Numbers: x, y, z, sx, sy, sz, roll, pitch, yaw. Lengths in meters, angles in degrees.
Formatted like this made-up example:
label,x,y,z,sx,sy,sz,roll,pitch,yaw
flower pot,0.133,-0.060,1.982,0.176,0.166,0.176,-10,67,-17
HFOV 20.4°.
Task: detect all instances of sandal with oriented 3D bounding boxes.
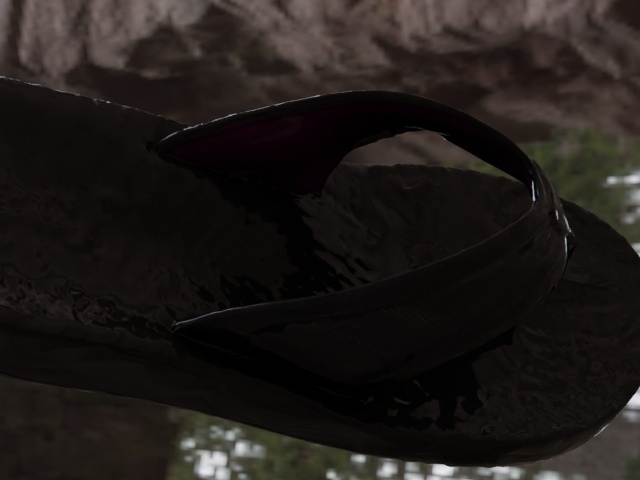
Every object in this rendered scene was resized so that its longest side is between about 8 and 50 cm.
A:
label,x,y,z,sx,sy,sz,roll,pitch,yaw
sandal,-0.001,0.002,0.765,0.446,0.107,0.167,8,-130,-35
